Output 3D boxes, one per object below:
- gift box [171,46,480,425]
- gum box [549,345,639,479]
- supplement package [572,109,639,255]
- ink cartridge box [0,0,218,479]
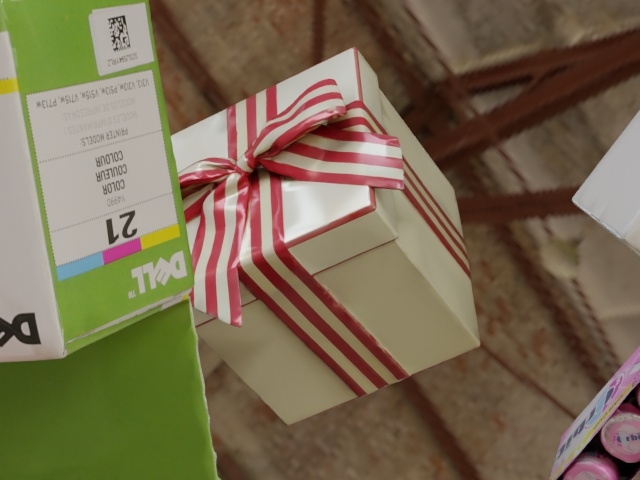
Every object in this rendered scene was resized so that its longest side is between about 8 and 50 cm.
[{"bbox_3d":[0.000,0.000,1.574,0.255,0.276,0.258,-28,-50,15],"label":"gift box"},{"bbox_3d":[0.310,0.178,1.677,0.062,0.107,0.188,35,-61,0],"label":"gum box"},{"bbox_3d":[0.390,-0.085,1.456,0.175,0.293,0.177,36,7,-12],"label":"supplement package"},{"bbox_3d":[-0.148,0.037,0.653,0.189,0.097,0.255,-5,-81,27],"label":"ink cartridge box"}]
